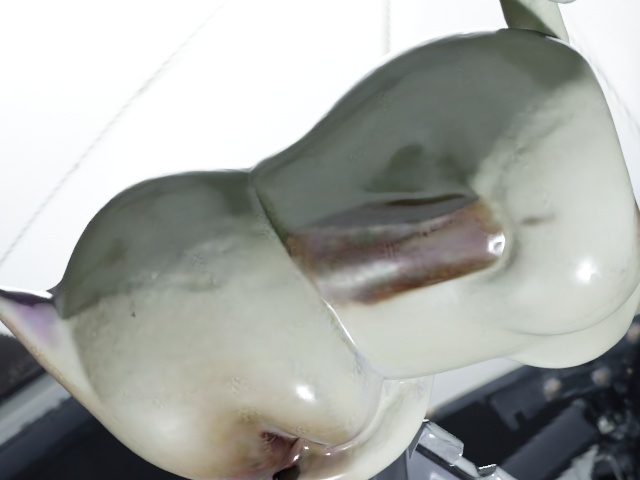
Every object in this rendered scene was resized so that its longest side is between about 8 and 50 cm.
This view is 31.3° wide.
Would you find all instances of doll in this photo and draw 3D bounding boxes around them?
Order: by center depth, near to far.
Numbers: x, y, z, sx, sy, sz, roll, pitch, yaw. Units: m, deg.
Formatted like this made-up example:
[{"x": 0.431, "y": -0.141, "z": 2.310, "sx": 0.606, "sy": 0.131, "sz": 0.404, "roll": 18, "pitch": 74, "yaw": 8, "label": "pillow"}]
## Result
[{"x": 0.027, "y": 0.015, "z": 0.654, "sx": 0.370, "sy": 0.226, "sz": 0.215, "roll": -33, "pitch": 170, "yaw": 5, "label": "doll"}]

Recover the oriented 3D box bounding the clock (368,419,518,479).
[{"x": 0.147, "y": 0.319, "z": 1.261, "sx": 0.083, "sy": 0.253, "sz": 0.186, "roll": -44, "pitch": -161, "yaw": 34, "label": "clock"}]
